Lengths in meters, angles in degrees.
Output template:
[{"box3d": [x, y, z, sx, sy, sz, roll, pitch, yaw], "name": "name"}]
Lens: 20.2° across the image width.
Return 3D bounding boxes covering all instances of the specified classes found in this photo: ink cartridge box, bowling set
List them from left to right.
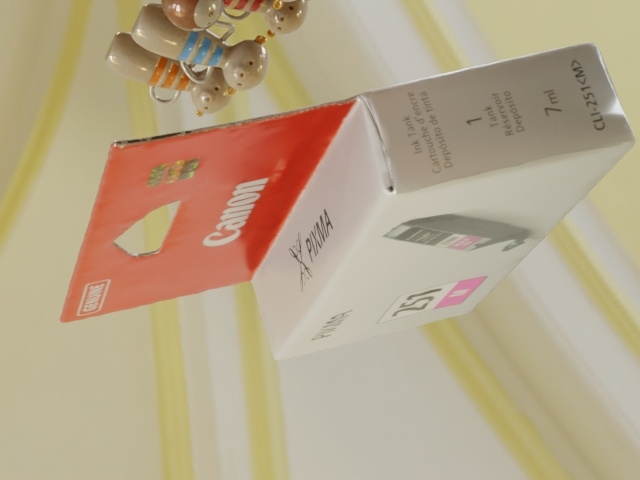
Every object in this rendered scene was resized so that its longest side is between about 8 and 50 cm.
[{"box3d": [-0.077, -0.203, 1.594, 0.154, 0.287, 0.200, 22, -153, -15], "name": "bowling set"}, {"box3d": [0.000, 0.000, 0.922, 0.238, 0.275, 0.060, -14, -106, -18], "name": "ink cartridge box"}]
